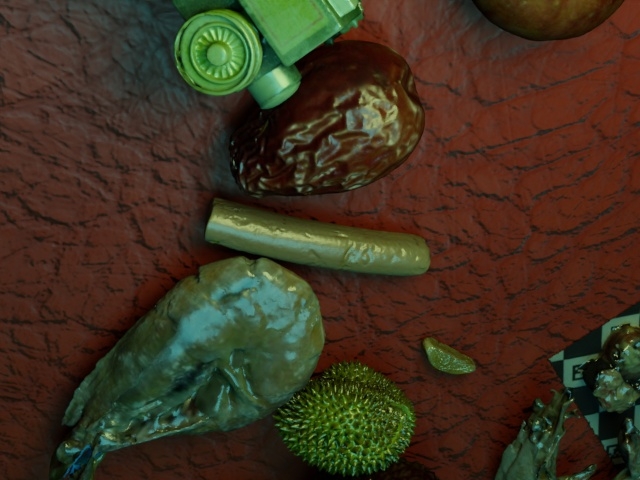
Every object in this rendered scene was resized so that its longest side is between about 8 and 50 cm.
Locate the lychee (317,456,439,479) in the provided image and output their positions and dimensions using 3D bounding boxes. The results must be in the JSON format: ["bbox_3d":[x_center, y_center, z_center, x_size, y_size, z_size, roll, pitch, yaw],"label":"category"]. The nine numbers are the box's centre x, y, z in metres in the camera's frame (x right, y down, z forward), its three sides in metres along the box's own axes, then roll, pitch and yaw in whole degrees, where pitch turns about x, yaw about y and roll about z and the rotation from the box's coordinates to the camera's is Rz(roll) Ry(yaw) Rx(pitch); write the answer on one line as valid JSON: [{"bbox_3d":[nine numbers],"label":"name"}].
[{"bbox_3d":[0.082,0.426,1.467,0.236,0.236,0.271,-11,149,-5],"label":"lychee"}]

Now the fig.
[{"bbox_3d":[0.244,-0.308,1.127,0.205,0.205,0.205,-5,119,-8],"label":"fig"}]

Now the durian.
[{"bbox_3d":[0.032,0.249,1.395,0.198,0.159,0.146,5,112,-13],"label":"durian"}]

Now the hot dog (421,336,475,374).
[{"bbox_3d":[0.176,0.168,1.453,0.090,0.030,0.034,28,112,-23],"label":"hot dog"}]

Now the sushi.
[{"bbox_3d":[0.526,0.208,1.527,0.294,0.059,0.292,-34,120,8],"label":"sushi"}]

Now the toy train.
[{"bbox_3d":[-0.088,-0.275,1.059,0.188,0.159,0.271,-31,100,20],"label":"toy train"}]

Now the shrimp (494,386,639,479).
[{"bbox_3d":[0.382,0.338,1.543,0.247,0.085,0.360,-9,129,1],"label":"shrimp"}]

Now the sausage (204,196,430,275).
[{"bbox_3d":[-0.001,0.002,1.310,0.301,0.066,0.066,10,116,-15],"label":"sausage"}]

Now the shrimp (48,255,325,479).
[{"bbox_3d":[-0.183,0.190,1.342,0.446,0.110,0.221,-38,112,13],"label":"shrimp"}]

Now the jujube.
[{"bbox_3d":[0.003,-0.131,1.189,0.236,0.168,0.168,-25,121,18],"label":"jujube"}]
